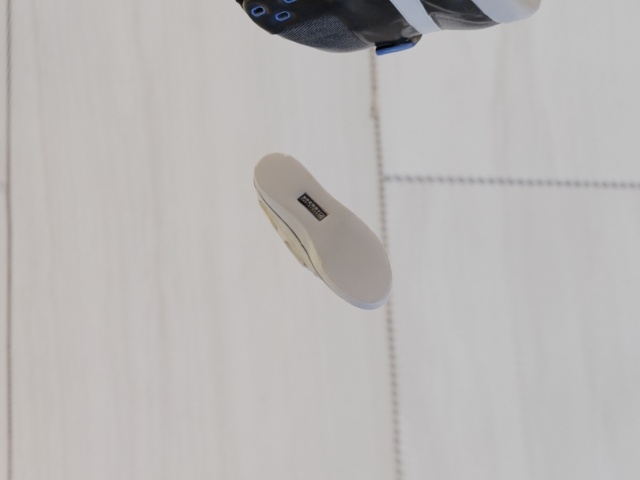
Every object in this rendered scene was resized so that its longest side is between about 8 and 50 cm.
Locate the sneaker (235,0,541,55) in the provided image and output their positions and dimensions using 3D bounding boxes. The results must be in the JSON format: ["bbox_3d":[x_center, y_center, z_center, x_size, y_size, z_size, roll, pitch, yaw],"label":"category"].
[{"bbox_3d":[-0.003,-0.141,0.855,0.121,0.217,0.079,-16,56,27],"label":"sneaker"}]

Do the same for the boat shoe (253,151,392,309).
[{"bbox_3d":[0.000,0.000,1.019,0.035,0.035,0.100,-36,70,-21],"label":"boat shoe"}]
